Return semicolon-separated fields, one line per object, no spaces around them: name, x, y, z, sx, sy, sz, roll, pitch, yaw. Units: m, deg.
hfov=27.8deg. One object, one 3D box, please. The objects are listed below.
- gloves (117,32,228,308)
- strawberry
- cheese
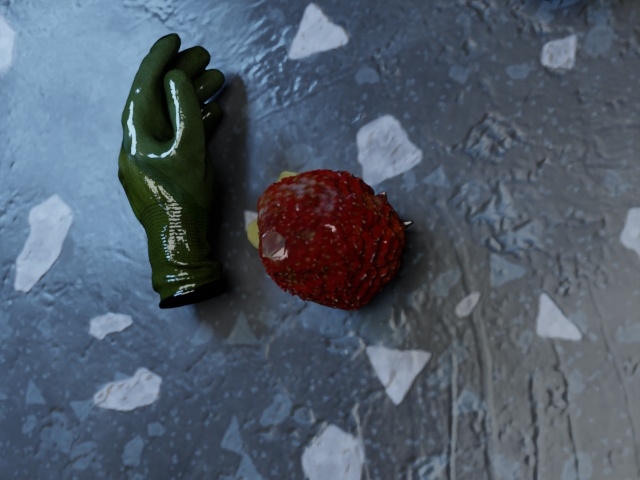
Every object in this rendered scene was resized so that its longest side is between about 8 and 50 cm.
gloves;-0.141;-0.069;1.242;0.107;0.135;0.268;3;77;-19
strawberry;0.004;-0.005;1.143;0.131;0.148;0.131;-6;74;20
cheese;-0.041;-0.028;1.234;0.044;0.030;0.083;38;98;47
